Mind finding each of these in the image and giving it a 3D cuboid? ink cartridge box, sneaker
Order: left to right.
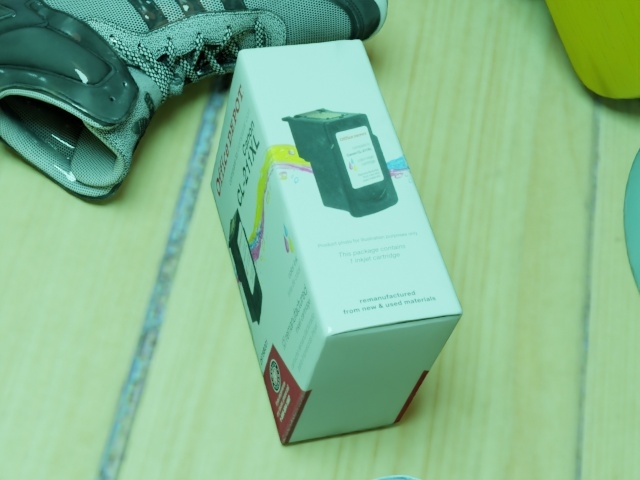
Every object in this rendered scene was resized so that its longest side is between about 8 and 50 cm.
[{"bbox_3d":[-0.088,-0.101,0.745,0.268,0.101,0.153,0,58,-9],"label":"sneaker"},{"bbox_3d":[0.000,0.000,0.683,0.072,0.127,0.175,-8,59,-18],"label":"ink cartridge box"}]

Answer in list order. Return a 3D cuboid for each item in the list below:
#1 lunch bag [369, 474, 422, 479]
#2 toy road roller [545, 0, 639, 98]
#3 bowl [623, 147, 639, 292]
[{"bbox_3d":[0.019,0.152,0.622,0.083,0.071,0.053,-14,61,-24],"label":"lunch bag"},{"bbox_3d":[0.166,-0.262,0.893,0.202,0.240,0.329,-41,113,-33],"label":"toy road roller"},{"bbox_3d":[0.361,-0.019,0.779,0.311,0.163,0.311,7,56,-11],"label":"bowl"}]
